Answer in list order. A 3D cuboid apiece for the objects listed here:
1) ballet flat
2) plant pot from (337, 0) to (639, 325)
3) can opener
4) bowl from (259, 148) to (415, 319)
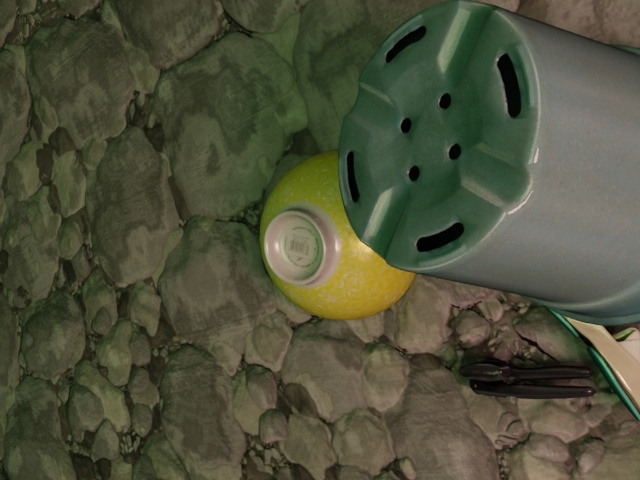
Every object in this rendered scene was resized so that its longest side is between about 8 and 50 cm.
[{"bbox_3d":[0.373,0.119,0.832,0.086,0.086,0.248,-46,72,30],"label":"ballet flat"},{"bbox_3d":[0.222,-0.082,0.675,0.341,0.334,0.341,-12,75,51],"label":"plant pot"},{"bbox_3d":[0.294,0.202,0.891,0.186,0.073,0.059,-2,90,37],"label":"can opener"},{"bbox_3d":[0.000,0.000,1.003,0.289,0.156,0.289,6,101,33],"label":"bowl"}]
